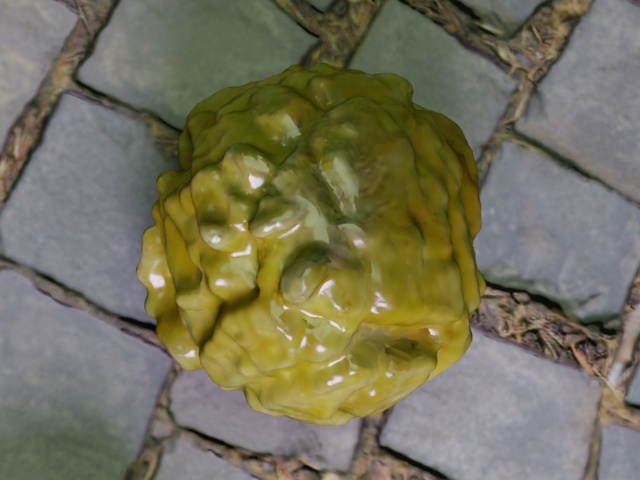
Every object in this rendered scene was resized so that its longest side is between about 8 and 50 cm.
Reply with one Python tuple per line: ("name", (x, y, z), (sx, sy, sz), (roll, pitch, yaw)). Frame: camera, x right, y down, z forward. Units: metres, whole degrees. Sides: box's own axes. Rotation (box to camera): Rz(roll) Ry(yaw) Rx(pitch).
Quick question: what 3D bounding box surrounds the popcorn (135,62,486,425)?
("popcorn", (-0.008, 0.004, 1.330), (0.249, 0.225, 0.249), (20, 59, -37))
